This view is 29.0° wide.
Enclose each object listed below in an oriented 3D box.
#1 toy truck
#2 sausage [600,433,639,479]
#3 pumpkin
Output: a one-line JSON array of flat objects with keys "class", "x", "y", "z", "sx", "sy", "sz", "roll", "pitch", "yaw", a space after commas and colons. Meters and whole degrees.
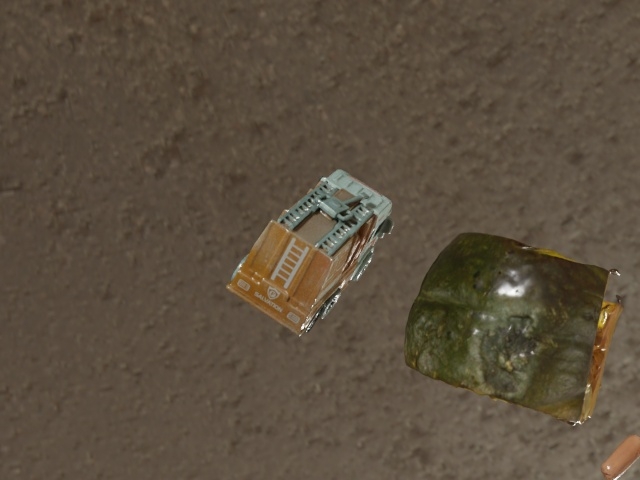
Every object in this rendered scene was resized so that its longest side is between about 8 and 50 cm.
[{"class": "toy truck", "x": 0.000, "y": 0.000, "z": 1.779, "sx": 0.136, "sy": 0.305, "sz": 0.162, "roll": 33, "pitch": 119, "yaw": 8}, {"class": "sausage", "x": 0.456, "y": 0.327, "z": 1.864, "sx": 0.083, "sy": 0.034, "sz": 0.034, "roll": -41, "pitch": 137, "yaw": -19}, {"class": "pumpkin", "x": 0.216, "y": 0.091, "z": 1.114, "sx": 0.281, "sy": 0.190, "sz": 0.139, "roll": 18, "pitch": 86, "yaw": -30}]
